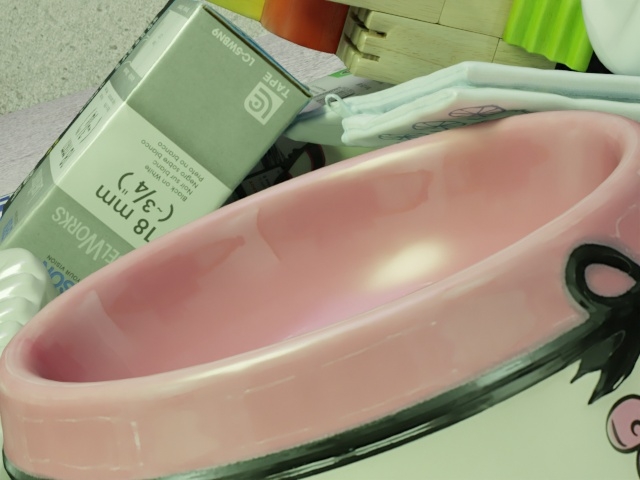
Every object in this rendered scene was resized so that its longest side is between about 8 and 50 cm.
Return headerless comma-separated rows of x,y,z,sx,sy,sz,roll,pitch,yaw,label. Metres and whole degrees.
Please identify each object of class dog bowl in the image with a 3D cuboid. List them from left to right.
0.023,0.064,0.803,0.408,0.150,0.408,-19,13,4,dog bowl

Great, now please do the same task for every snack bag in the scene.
0.161,-0.073,1.084,0.323,0.037,0.342,2,-2,-21,snack bag

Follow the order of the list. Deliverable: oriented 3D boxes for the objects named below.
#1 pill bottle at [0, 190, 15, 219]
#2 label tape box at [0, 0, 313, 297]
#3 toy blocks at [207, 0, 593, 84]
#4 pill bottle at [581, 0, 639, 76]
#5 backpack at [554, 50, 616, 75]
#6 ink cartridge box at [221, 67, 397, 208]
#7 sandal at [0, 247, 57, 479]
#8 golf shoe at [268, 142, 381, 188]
-0.263,-0.004,1.600,0.186,0.112,0.112,-20,13,3,pill bottle
-0.163,-0.019,1.184,0.334,0.106,0.240,-51,13,1,label tape box
0.015,-0.211,1.219,0.260,0.191,0.381,10,21,-18,toy blocks
0.359,-0.192,0.996,0.362,0.210,0.210,3,11,-6,pill bottle
0.261,-0.169,1.451,0.182,0.152,0.115,-28,1,2,backpack
-0.031,-0.058,1.437,0.289,0.122,0.211,-22,13,-7,ink cartridge box
-0.213,0.150,0.893,0.169,0.102,0.416,-18,30,22,sandal
0.000,0.000,1.243,0.120,0.105,0.273,5,36,46,golf shoe
